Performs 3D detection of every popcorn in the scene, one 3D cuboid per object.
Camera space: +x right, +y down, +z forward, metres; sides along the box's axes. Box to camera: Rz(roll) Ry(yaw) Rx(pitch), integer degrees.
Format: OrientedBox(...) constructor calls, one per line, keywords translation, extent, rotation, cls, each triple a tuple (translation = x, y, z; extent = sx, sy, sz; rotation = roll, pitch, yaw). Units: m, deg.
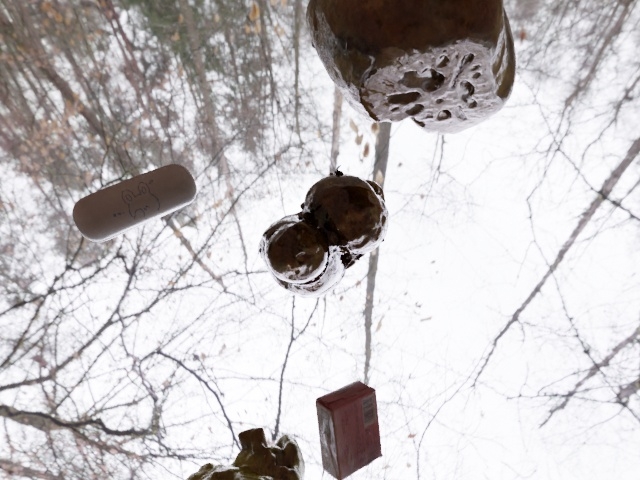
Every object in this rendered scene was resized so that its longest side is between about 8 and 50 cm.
OrientedBox(translation=(-0.082, 0.378, 0.570), extent=(0.233, 0.192, 0.266), rotation=(12, -127, -5), cls="popcorn")

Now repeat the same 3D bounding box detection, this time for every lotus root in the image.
OrientedBox(translation=(0.134, -0.278, 0.654), extent=(0.315, 0.316, 0.250), rotation=(-3, -124, -3), cls="lotus root")

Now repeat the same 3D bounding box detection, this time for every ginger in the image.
OrientedBox(translation=(0.000, 0.000, 0.841), extent=(0.254, 0.418, 0.176), rotation=(-37, -93, -14), cls="ginger")

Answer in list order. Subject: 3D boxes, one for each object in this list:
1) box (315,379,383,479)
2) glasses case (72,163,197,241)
OrientedBox(translation=(0.053, 0.351, 0.832), extent=(0.111, 0.156, 0.060), rotation=(-11, -170, -36), cls="box")
OrientedBox(translation=(-0.355, -0.076, 0.871), extent=(0.233, 0.059, 0.092), rotation=(-27, -88, -23), cls="glasses case")
